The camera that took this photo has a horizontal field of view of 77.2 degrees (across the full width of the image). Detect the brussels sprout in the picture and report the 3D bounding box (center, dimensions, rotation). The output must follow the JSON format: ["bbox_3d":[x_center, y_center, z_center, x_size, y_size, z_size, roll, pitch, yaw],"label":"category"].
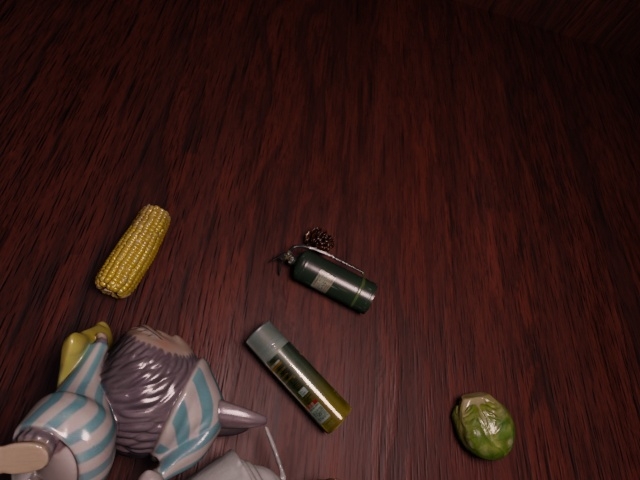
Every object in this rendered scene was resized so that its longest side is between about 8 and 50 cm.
[{"bbox_3d":[0.408,0.454,0.987,0.155,0.117,0.155,4,72,-13],"label":"brussels sprout"}]

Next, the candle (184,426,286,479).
[{"bbox_3d":[-0.195,0.527,0.719,0.343,0.221,0.221,-23,71,-26],"label":"candle"}]

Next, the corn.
[{"bbox_3d":[-0.453,0.026,0.986,0.093,0.093,0.244,22,59,-4],"label":"corn"}]

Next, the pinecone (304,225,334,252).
[{"bbox_3d":[0.000,0.000,1.136,0.083,0.077,0.077,15,49,41],"label":"pinecone"}]

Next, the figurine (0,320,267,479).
[{"bbox_3d":[-0.283,0.307,0.727,0.378,0.361,0.266,5,104,-8],"label":"figurine"}]

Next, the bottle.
[{"bbox_3d":[-0.055,0.318,0.949,0.286,0.082,0.082,44,60,9],"label":"bottle"}]

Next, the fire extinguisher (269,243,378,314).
[{"bbox_3d":[0.005,0.092,1.082,0.294,0.093,0.118,27,100,0],"label":"fire extinguisher"}]

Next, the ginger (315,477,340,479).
[{"bbox_3d":[0.030,0.637,0.750,0.256,0.176,0.375,43,55,-5],"label":"ginger"}]
